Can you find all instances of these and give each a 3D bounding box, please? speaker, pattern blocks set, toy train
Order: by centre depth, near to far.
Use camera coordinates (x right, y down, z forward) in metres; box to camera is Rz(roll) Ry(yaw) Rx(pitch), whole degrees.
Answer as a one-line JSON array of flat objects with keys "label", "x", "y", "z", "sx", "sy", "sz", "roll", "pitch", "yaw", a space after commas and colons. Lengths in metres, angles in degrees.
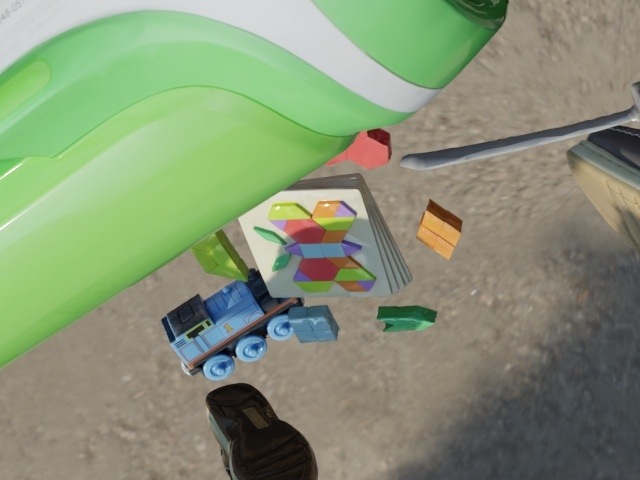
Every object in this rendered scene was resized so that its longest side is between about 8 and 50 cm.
[{"label": "speaker", "x": -0.094, "y": -0.033, "z": 0.407, "sx": 0.297, "sy": 0.131, "sz": 0.131, "roll": -31, "pitch": 86, "yaw": 26}, {"label": "pattern blocks set", "x": 0.000, "y": 0.000, "z": 1.319, "sx": 0.286, "sy": 0.325, "sz": 0.026, "roll": -12, "pitch": 46, "yaw": 28}, {"label": "toy train", "x": -0.111, "y": 0.104, "z": 1.697, "sx": 0.184, "sy": 0.080, "sz": 0.105, "roll": -32, "pitch": 127, "yaw": 1}]

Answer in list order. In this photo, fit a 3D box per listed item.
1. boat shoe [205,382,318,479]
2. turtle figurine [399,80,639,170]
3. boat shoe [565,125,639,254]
[{"label": "boat shoe", "x": -0.062, "y": 0.258, "z": 1.495, "sx": 0.095, "sy": 0.257, "sz": 0.095, "roll": -11, "pitch": 114, "yaw": -13}, {"label": "turtle figurine", "x": 0.148, "y": -0.139, "z": 0.525, "sx": 0.275, "sy": 0.266, "sz": 0.197, "roll": 5, "pitch": 79, "yaw": -31}, {"label": "boat shoe", "x": 0.247, "y": -0.008, "z": 0.709, "sx": 0.092, "sy": 0.285, "sz": 0.103, "roll": -46, "pitch": 123, "yaw": -4}]
